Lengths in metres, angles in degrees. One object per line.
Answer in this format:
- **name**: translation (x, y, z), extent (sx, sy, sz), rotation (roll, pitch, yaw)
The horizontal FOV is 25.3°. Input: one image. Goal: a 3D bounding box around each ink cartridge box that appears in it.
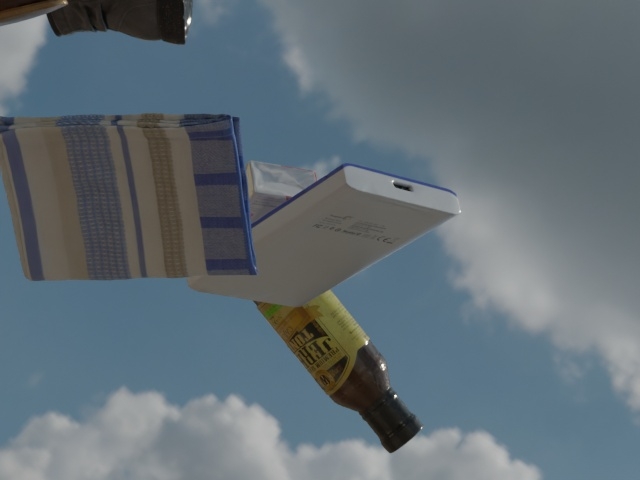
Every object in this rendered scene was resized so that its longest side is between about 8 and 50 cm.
- **ink cartridge box**: translation (-0.094, -0.031, 2.198), extent (0.115, 0.067, 0.198), rotation (8, -39, -26)

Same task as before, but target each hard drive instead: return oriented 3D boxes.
- **hard drive**: translation (0.000, 0.000, 1.896), extent (0.318, 0.210, 0.040), rotation (-32, -121, 39)

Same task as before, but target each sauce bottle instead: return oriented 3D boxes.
- **sauce bottle**: translation (0.028, 0.175, 2.210), extent (0.344, 0.111, 0.111), rotation (50, -36, 4)

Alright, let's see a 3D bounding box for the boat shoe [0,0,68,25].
- **boat shoe**: translation (-0.408, -0.285, 1.705), extent (0.207, 0.073, 0.073), rotation (-13, -87, 4)

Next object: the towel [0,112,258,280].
- **towel**: translation (-0.221, -0.046, 1.617), extent (0.285, 0.034, 0.209), rotation (-1, -64, 9)

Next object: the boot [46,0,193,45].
- **boot**: translation (-0.297, -0.418, 1.997), extent (0.222, 0.118, 0.338), rotation (6, -52, 2)
